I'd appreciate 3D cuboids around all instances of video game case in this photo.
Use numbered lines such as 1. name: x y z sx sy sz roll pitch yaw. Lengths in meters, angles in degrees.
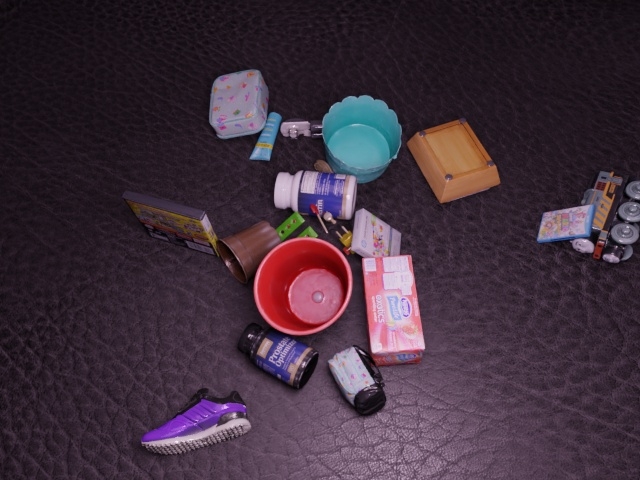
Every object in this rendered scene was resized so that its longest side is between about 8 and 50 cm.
1. video game case: 0.788 -0.053 1.701 0.166 0.015 0.119 -11 46 49
2. video game case: -0.468 -0.051 1.704 0.275 0.248 0.035 16 63 12

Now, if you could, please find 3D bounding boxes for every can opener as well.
1. can opener: -0.016 -0.434 2.002 0.281 0.074 0.093 1 59 4

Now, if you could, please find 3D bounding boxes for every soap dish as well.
1. soap dish: 0.467 -0.289 1.862 0.229 0.118 0.290 -18 59 -7

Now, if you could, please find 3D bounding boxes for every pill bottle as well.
1. pill bottle: -0.126 0.328 1.534 0.219 0.122 0.122 24 64 18
2. pill bottle: -0.016 -0.158 1.795 0.265 0.153 0.153 7 60 8

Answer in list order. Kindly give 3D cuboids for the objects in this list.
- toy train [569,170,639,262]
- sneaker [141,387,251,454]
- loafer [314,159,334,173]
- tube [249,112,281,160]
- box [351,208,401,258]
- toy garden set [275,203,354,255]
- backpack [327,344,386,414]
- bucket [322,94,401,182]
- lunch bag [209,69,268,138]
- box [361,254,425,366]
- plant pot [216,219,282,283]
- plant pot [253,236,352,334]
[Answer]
1. toy train: 0.935 -0.080 1.710 0.190 0.142 0.334 19 65 29
2. sneaker: -0.349 0.494 1.474 0.293 0.102 0.146 -11 56 -9
3. loafer: 0.021 -0.231 1.891 0.050 0.056 0.148 -32 63 -20
4. tube: -0.201 -0.389 2.007 0.080 0.052 0.207 5 64 23
5. box: 0.181 0.003 1.687 0.186 0.038 0.145 30 54 -31
6. toy garden set: 0.000 0.000 1.718 0.204 0.049 0.244 -42 76 2
7. backpack: 0.101 0.384 1.481 0.115 0.152 0.182 -22 50 -15
8. bucket: 0.139 -0.343 1.843 0.281 0.183 0.281 0 76 -1
9. lunch bag: -0.320 -0.529 2.049 0.224 0.108 0.279 -10 56 14
10. box: 0.210 0.207 1.573 0.154 0.142 0.299 -5 60 1
11. plant pot: -0.219 0.028 1.704 0.165 0.167 0.167 -33 63 -24
12. plant pot: -0.029 0.148 1.540 0.275 0.243 0.274 -2 75 9
